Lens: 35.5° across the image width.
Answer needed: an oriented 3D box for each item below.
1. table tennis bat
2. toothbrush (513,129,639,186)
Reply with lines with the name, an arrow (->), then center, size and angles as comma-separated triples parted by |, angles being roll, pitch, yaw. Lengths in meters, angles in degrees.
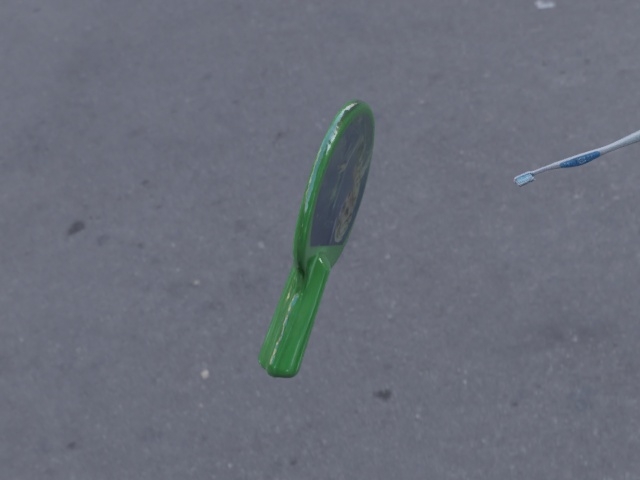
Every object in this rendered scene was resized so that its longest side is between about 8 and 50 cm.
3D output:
table tennis bat -> 0.000, 0.000, 0.886 | 0.039, 0.160, 0.257 | 19, 92, 15
toothbrush -> 0.291, -0.093, 1.110 | 0.162, 0.014, 0.017 | -22, 35, 0
